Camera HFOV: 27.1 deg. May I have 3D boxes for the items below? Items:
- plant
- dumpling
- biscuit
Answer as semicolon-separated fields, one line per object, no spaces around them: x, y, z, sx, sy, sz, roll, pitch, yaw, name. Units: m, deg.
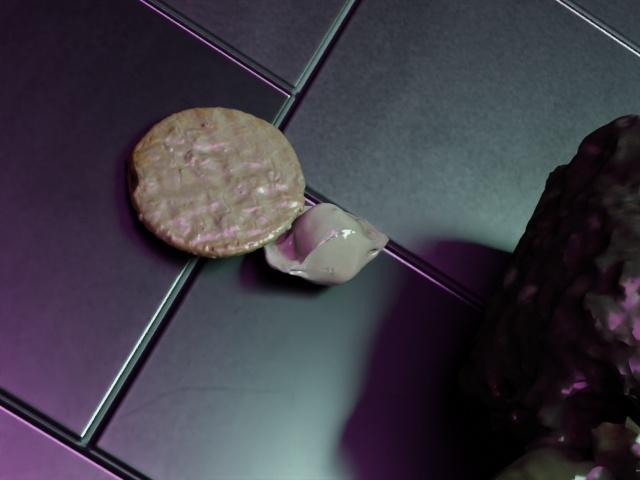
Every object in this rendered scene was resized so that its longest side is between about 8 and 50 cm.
0.202;0.099;0.810;0.215;0.213;0.312;30;55;-10;plant
0.000;0.002;0.877;0.076;0.057;0.052;-40;123;-9;dumpling
-0.067;-0.040;0.865;0.120;0.015;0.120;4;57;-7;biscuit
